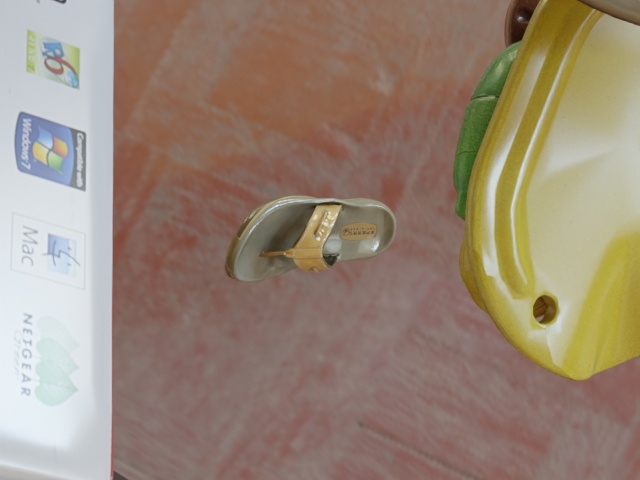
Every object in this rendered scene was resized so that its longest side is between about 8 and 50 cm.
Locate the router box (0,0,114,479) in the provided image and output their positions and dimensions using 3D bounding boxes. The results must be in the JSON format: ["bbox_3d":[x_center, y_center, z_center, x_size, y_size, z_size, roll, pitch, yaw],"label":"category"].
[{"bbox_3d":[-0.174,-0.051,0.511,0.301,0.082,0.335,-29,54,43],"label":"router box"}]

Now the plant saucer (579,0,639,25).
[{"bbox_3d":[0.146,-0.211,0.640,0.277,0.041,0.278,-1,97,-12],"label":"plant saucer"}]

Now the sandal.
[{"bbox_3d":[0.000,0.000,1.514,0.049,0.180,0.072,32,119,46],"label":"sandal"}]

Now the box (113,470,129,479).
[{"bbox_3d":[-0.274,0.296,1.376,0.296,0.183,0.294,31,95,-5],"label":"box"}]

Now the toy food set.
[{"bbox_3d":[0.113,-0.051,0.735,0.128,0.071,0.218,29,78,-28],"label":"toy food set"}]
